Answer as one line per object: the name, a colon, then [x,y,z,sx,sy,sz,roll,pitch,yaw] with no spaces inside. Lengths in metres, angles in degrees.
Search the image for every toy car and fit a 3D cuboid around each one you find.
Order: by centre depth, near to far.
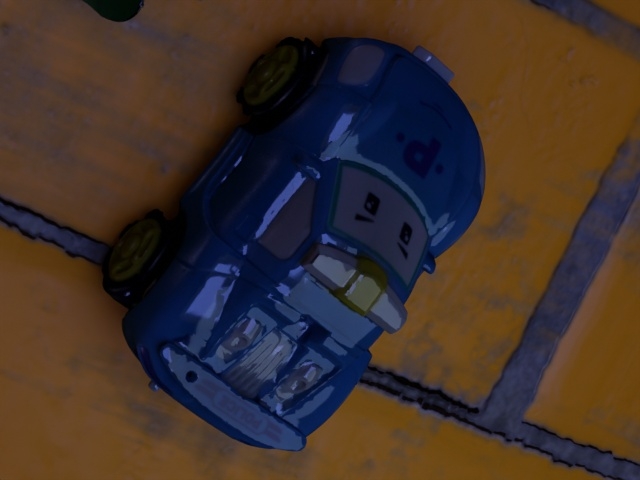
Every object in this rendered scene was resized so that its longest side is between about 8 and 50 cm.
toy car: [0.000,0.000,1.259,0.198,0.166,0.314,40,88,-32]

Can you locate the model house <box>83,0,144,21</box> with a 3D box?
model house: [-0.096,-0.224,1.184,0.088,0.117,0.167,11,101,-42]
